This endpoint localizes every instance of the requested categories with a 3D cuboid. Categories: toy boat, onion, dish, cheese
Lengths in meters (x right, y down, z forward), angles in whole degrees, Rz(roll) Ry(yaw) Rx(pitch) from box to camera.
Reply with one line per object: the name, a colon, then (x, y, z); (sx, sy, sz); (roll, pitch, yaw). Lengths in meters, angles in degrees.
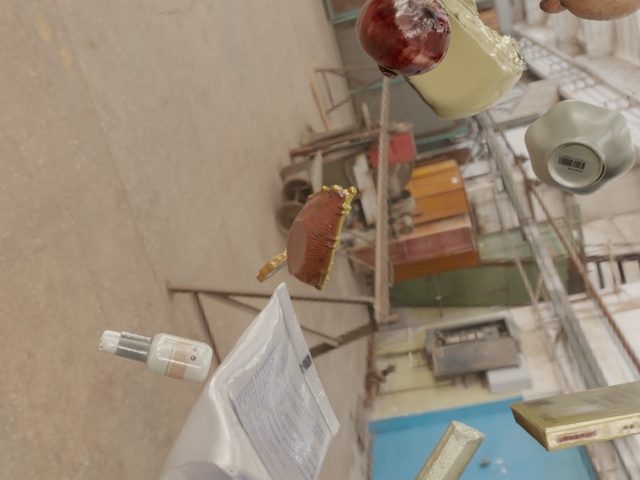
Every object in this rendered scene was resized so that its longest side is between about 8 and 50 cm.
toy boat: (-0.006, 0.003, 1.368); (0.141, 0.099, 0.318); (63, -23, 27)
onion: (0.111, -0.276, 0.954); (0.131, 0.131, 0.131); (-13, 90, -79)
dish: (0.440, -0.143, 1.236); (0.066, 0.190, 0.191); (-57, 137, -46)
cheese: (0.261, -0.373, 1.401); (0.266, 0.233, 0.127); (49, 29, -1)

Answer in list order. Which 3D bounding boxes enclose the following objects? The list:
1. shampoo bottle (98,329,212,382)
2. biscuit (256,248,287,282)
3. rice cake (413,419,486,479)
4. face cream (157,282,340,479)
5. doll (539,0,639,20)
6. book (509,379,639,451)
shampoo bottle: (-0.291, 0.199, 1.273); (0.074, 0.192, 0.074); (-165, -90, -80)
biscuit: (-0.059, 0.025, 1.811); (0.040, 0.236, 0.144); (54, -15, 0)
rice cake: (0.169, 0.399, 1.136); (0.256, 0.057, 0.052); (-57, 166, -1)
face cream: (-0.059, 0.226, 0.830); (0.235, 0.137, 0.420); (68, 20, -12)
doll: (0.447, -0.463, 1.053); (0.303, 0.201, 0.156); (90, -4, -62)
book: (0.332, 0.176, 0.765); (0.161, 0.230, 0.026); (47, 32, -85)
